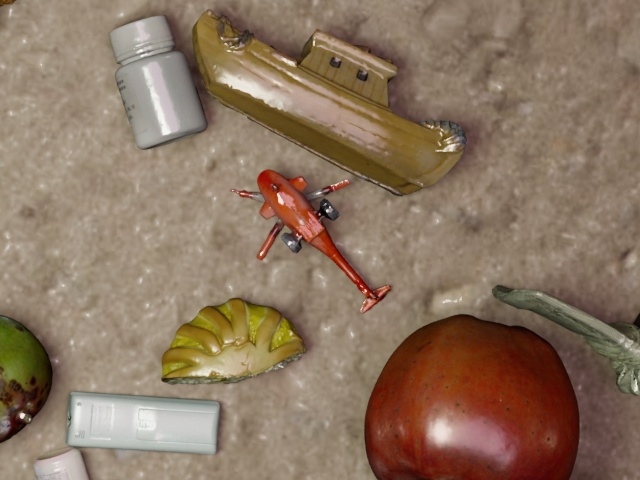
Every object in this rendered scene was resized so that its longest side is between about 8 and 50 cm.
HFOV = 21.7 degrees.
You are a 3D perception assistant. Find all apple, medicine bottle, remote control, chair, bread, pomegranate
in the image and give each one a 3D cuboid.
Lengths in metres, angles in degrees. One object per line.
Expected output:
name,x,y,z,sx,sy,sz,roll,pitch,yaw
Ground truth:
apple,0.158,0.192,1.772,0.234,0.234,0.234,0,88,-11
medicine bottle,-0.267,0.266,1.761,0.052,0.052,0.089,-17,95,-11
remote control,-0.190,0.196,1.791,0.162,0.029,0.061,4,86,-11
chair,0.372,0.085,1.847,0.319,0.160,0.186,38,87,-9
bread,-0.090,0.108,1.795,0.157,0.083,0.094,4,75,-10
medicine bottle,-0.175,-0.168,1.780,0.080,0.080,0.130,-17,91,-11
pomegranate,-0.360,0.133,1.708,0.169,0.148,0.148,30,83,-2

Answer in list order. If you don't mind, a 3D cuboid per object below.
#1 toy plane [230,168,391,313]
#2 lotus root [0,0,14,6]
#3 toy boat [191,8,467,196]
toy plane,-0.007,0.004,1.816,0.126,0.077,0.194,-22,102,-3
lotus root,-0.450,-0.242,1.693,0.343,0.151,0.169,-17,79,-12
toy boat,0.008,-0.162,1.814,0.321,0.089,0.121,27,77,-8
